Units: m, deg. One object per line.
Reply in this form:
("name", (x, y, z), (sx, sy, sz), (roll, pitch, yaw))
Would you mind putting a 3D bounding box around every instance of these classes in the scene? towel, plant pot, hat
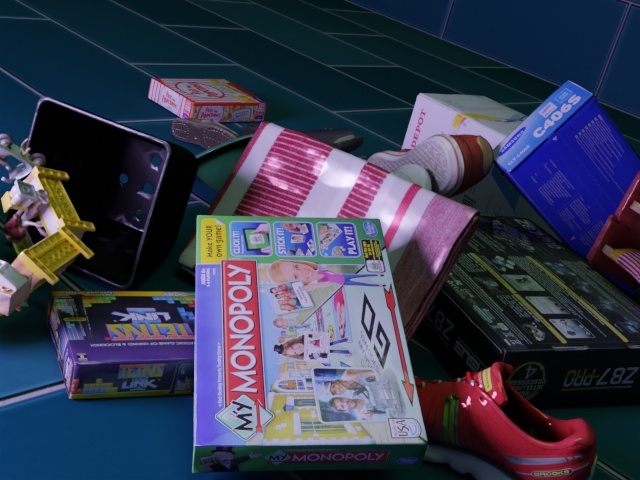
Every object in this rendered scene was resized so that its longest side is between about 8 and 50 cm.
("towel", (0.000, 0.000, 1.118), (0.329, 0.237, 0.037), (27, -10, 26))
("plant pot", (-0.259, -0.065, 1.163), (0.188, 0.187, 0.167), (21, 12, 15))
("hat", (-0.108, -0.062, 1.430), (0.173, 0.183, 0.208), (-20, -2, -22))

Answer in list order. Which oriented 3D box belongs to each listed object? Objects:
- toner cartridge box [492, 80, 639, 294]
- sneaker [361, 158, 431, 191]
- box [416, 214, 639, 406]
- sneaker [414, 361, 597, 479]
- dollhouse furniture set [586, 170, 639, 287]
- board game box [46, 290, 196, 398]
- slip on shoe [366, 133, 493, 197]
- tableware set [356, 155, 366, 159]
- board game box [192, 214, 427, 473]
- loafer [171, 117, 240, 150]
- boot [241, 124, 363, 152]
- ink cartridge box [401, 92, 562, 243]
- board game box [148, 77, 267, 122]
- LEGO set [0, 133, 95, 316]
("toner cartridge box", (0.424, -0.067, 1.390), (0.348, 0.165, 0.075), (43, 7, -31))
("sneaker", (0.079, -0.065, 1.230), (0.090, 0.115, 0.232), (17, 37, 33))
("box", (0.263, 0.077, 1.254), (0.318, 0.097, 0.395), (0, 26, -26))
("sneaker", (0.153, 0.171, 0.939), (0.279, 0.118, 0.107), (23, 23, 17))
("dollhouse furniture set", (0.589, 0.065, 1.275), (0.374, 0.152, 0.201), (23, 15, -23))
("board game box", (-0.193, 0.107, 0.961), (0.170, 0.048, 0.141), (2, 25, -28))
("slip on shoe", (0.160, -0.100, 1.431), (0.101, 0.123, 0.331), (-12, -3, -23))
("tableware set", (-0.012, -0.155, 1.642), (0.128, 0.039, 0.194), (-8, 22, -43))
("board game box", (-0.023, 0.093, 0.929), (0.214, 0.046, 0.317), (1, 42, -9))
("loafer", (-0.199, -0.194, 1.635), (0.148, 0.056, 0.050), (23, 30, 18))
("boot", (-0.035, -0.171, 1.585), (0.137, 0.076, 0.198), (-27, 40, -31))
("ink cartridge box", (0.300, -0.124, 1.603), (0.197, 0.198, 0.270), (-7, 32, -41))
("board game box", (-0.229, -0.286, 1.841), (0.194, 0.045, 0.147), (-10, 34, -45))
("LEGO set", (-0.335, 0.011, 1.003), (0.132, 0.107, 0.287), (29, 27, -37))
